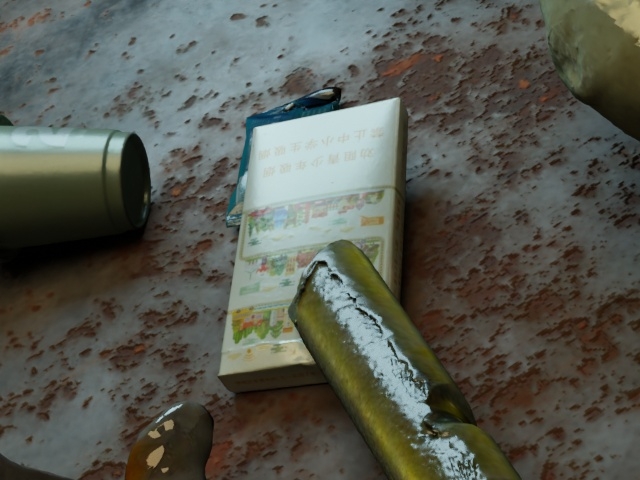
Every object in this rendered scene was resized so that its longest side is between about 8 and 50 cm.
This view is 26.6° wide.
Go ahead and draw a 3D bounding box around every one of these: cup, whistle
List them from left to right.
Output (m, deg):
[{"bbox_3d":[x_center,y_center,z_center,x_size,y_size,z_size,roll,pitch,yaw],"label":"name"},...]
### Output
[{"bbox_3d":[-0.211,-0.041,1.071,0.141,0.120,0.120,1,47,11],"label":"cup"},{"bbox_3d":[0.046,0.093,0.756,0.068,0.057,0.326,-47,31,7],"label":"whistle"}]

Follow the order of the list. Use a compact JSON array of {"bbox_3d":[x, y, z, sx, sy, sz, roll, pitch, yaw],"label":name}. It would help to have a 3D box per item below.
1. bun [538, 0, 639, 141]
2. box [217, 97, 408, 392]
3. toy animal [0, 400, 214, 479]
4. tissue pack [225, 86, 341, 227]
[{"bbox_3d":[0.259,-0.135,0.880,0.287,0.146,0.287,8,42,-7],"label":"bun"},{"bbox_3d":[0.000,-0.001,0.952,0.122,0.032,0.220,-9,52,19],"label":"box"},{"bbox_3d":[-0.102,0.236,0.704,0.302,0.225,0.284,-18,70,-20],"label":"toy animal"},{"bbox_3d":[-0.028,-0.069,1.063,0.085,0.028,0.138,-12,40,17],"label":"tissue pack"}]
